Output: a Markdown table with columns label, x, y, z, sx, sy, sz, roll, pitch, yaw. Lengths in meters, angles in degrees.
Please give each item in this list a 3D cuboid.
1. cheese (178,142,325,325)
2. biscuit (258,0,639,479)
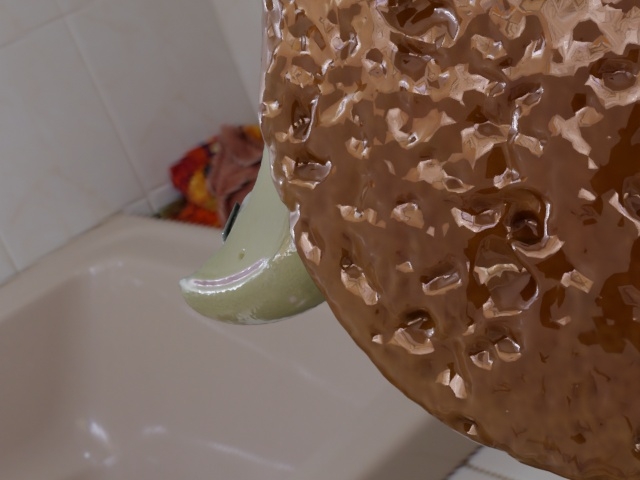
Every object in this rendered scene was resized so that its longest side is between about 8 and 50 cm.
| label | x | y | z | sx | sy | sz | roll | pitch | yaw |
| --- | --- | --- | --- | --- | --- | --- | --- | --- | --- |
| cheese | 0.001 | 0.001 | 0.634 | 0.235 | 0.050 | 0.127 | 15 | 80 | 62 |
| biscuit | 0.119 | -0.132 | 0.397 | 0.350 | 0.455 | 0.078 | 37 | 31 | 28 |
